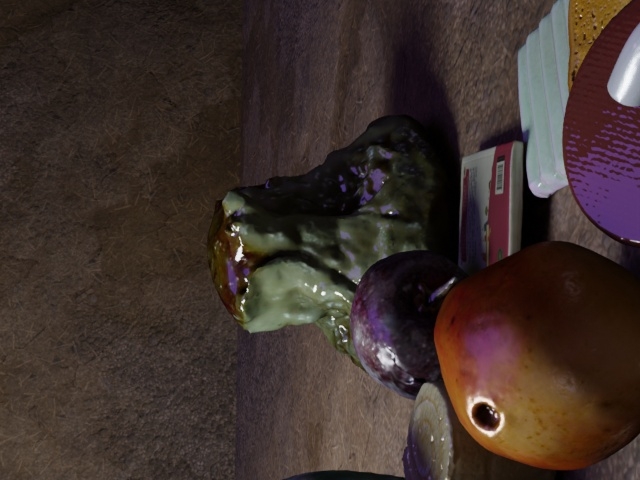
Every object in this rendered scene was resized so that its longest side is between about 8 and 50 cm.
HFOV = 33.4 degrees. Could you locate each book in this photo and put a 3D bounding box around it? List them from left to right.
[{"bbox_3d":[0.203,-0.030,1.288,0.232,0.022,0.162,177,96,-85],"label":"book"}]

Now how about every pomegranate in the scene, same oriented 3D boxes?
[{"bbox_3d":[0.199,0.101,0.944,0.209,0.209,0.209,-175,90,-77],"label":"pomegranate"}]

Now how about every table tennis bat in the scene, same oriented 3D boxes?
[{"bbox_3d":[0.294,-0.143,0.846,0.200,0.038,0.310,27,101,47],"label":"table tennis bat"}]

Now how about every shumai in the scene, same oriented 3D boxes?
[{"bbox_3d":[0.000,0.000,1.562,0.324,0.324,0.397,120,151,-64],"label":"shumai"}]

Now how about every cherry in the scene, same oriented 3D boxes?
[{"bbox_3d":[0.128,0.111,1.308,0.195,0.195,0.195,-175,90,-77],"label":"cherry"}]

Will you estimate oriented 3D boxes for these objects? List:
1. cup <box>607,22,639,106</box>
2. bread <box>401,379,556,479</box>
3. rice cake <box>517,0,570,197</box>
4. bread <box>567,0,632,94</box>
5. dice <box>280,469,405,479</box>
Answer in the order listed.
[{"bbox_3d":[0.293,-0.022,0.701,0.299,0.168,0.173,55,154,29],"label":"cup"},{"bbox_3d":[0.175,0.223,1.139,0.134,0.141,0.148,-112,28,-55],"label":"bread"},{"bbox_3d":[0.259,-0.156,1.136,0.189,0.037,0.198,129,143,-69],"label":"rice cake"},{"bbox_3d":[0.280,-0.162,0.965,0.116,0.077,0.200,137,137,-69],"label":"bread"},{"bbox_3d":[0.042,0.478,1.175,0.330,0.348,0.328,-93,17,-51],"label":"dice"}]
